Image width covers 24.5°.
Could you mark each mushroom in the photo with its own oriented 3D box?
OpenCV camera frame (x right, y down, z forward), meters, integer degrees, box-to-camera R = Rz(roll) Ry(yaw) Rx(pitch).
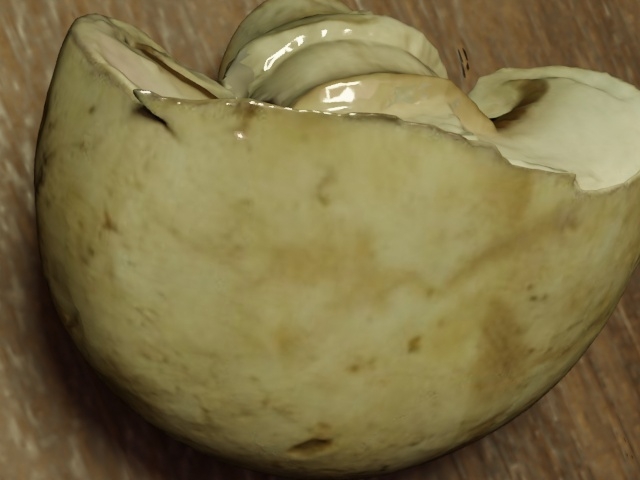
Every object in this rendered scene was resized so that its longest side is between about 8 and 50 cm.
[{"bbox_3d":[0.000,0.000,0.617,0.253,0.195,0.189,8,112,-21],"label":"mushroom"}]
